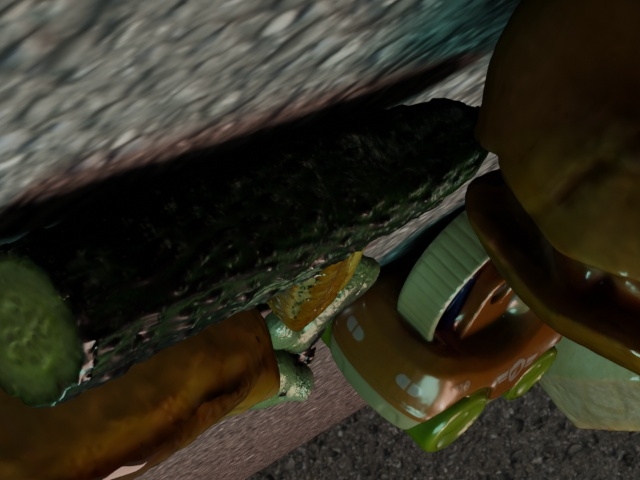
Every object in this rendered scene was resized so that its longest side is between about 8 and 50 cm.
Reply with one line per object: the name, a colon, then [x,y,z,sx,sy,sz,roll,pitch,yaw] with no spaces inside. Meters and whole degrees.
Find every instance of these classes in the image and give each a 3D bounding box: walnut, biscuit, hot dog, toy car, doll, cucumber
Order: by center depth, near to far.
cucumber: [-0.019,-0.010,0.658,0.293,0.067,0.067,-25,170,-45]
walnut: [0.191,-0.054,0.696,0.209,0.209,0.336,-36,177,32]
biscuit: [-0.146,0.098,0.746,0.274,0.091,0.213,-28,174,-11]
hot dog: [0.000,0.000,0.837,0.066,0.047,0.216,-44,174,-13]
doll: [-0.016,0.067,1.107,0.150,0.077,0.115,-43,-179,6]
toy car: [0.131,0.042,1.301,0.235,0.145,0.235,-37,159,-17]

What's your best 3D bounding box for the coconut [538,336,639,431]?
coconut: [0.360,0.056,1.646,0.323,0.323,0.323,-30,171,-5]
